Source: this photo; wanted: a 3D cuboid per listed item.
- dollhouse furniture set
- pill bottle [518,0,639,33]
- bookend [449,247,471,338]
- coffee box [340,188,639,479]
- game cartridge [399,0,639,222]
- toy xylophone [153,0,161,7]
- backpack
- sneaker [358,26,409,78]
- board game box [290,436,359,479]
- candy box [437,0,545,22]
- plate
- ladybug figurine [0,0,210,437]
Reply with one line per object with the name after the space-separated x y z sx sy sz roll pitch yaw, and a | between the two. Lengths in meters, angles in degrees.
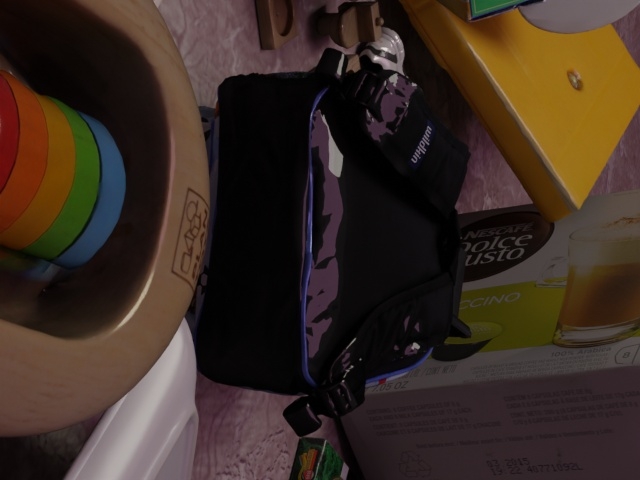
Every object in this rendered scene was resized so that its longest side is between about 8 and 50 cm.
0.036 -0.166 1.664 0.144 0.123 0.151 -42 129 -57 | dollhouse furniture set
0.219 -0.361 1.861 0.176 0.176 0.318 53 22 -54 | pill bottle
0.057 -0.001 1.683 0.072 0.157 0.156 37 60 -61 | bookend
0.265 0.174 1.879 0.334 0.338 0.338 -54 129 -49 | coffee box
0.198 -0.216 1.955 0.323 0.053 0.285 54 37 -12 | game cartridge
-0.187 -0.270 1.227 0.322 0.081 0.236 60 39 -49 | toy xylophone
0.000 0.000 1.503 0.263 0.213 0.276 7 92 -57 | backpack
0.062 -0.148 1.834 0.044 0.040 0.109 -48 132 -32 | sneaker
-0.014 0.319 1.710 0.136 0.030 0.259 52 46 -51 | board game box
0.101 -0.377 1.637 0.268 0.122 0.317 -133 -152 -60 | candy box
-0.145 0.225 1.278 0.278 0.045 0.277 101 12 -46 | plate
-0.209 -0.045 1.097 0.449 0.162 0.305 36 61 -62 | ladybug figurine
